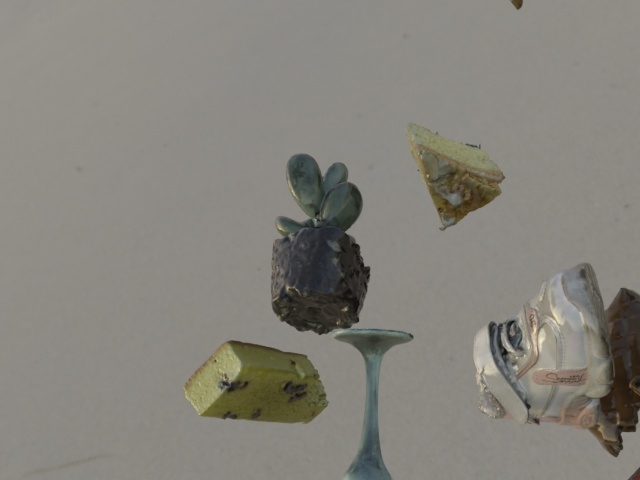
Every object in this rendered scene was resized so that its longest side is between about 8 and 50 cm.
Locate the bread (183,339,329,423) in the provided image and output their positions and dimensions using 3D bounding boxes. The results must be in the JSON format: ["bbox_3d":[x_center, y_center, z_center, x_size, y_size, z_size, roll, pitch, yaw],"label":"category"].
[{"bbox_3d":[-0.057,0.172,1.045,0.088,0.226,0.049,-50,57,14],"label":"bread"}]

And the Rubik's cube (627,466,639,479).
[{"bbox_3d":[0.613,0.421,1.140,0.359,0.362,0.363,-24,-3,-45],"label":"Rubik's cube"}]

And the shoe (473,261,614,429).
[{"bbox_3d":[0.338,0.183,1.375,0.198,0.351,0.171,-4,47,7],"label":"shoe"}]

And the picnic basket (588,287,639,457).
[{"bbox_3d":[0.613,0.270,1.633,0.321,0.254,0.291,40,95,26],"label":"picnic basket"}]

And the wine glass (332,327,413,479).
[{"bbox_3d":[0.132,0.255,0.985,0.264,0.096,0.309,-4,75,24],"label":"wine glass"}]

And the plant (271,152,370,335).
[{"bbox_3d":[0.001,0.002,1.365,0.149,0.146,0.274,-13,57,24],"label":"plant"}]

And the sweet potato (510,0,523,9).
[{"bbox_3d":[0.310,-0.527,1.558,0.059,0.249,0.069,-24,4,-12],"label":"sweet potato"}]

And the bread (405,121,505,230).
[{"bbox_3d":[0.197,-0.120,1.379,0.127,0.152,0.147,-33,29,13],"label":"bread"}]
